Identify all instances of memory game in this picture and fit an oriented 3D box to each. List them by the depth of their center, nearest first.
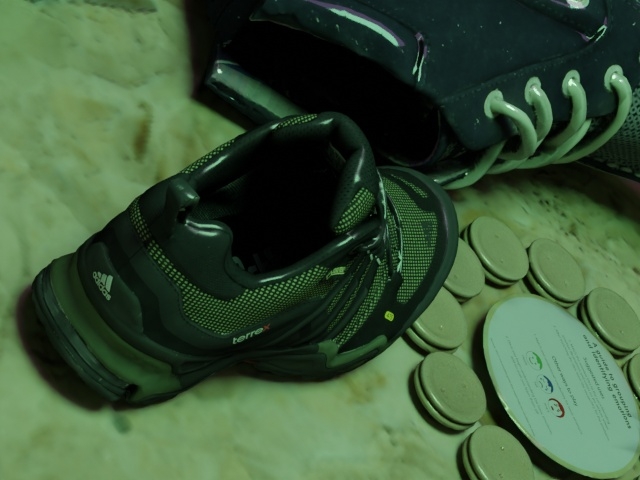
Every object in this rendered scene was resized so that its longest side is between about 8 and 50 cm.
[{"bbox_3d":[0.109,0.068,0.890,0.186,0.012,0.186,26,41,-26],"label":"memory game"}]

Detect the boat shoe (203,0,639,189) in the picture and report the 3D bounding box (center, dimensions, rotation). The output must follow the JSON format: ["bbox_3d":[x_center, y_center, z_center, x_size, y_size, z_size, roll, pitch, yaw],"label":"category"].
[{"bbox_3d":[0.091,-0.069,0.918,0.340,0.127,0.158,24,46,-16],"label":"boat shoe"}]

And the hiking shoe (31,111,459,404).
[{"bbox_3d":[0.000,0.000,0.757,0.227,0.114,0.086,-17,71,-51],"label":"hiking shoe"}]
